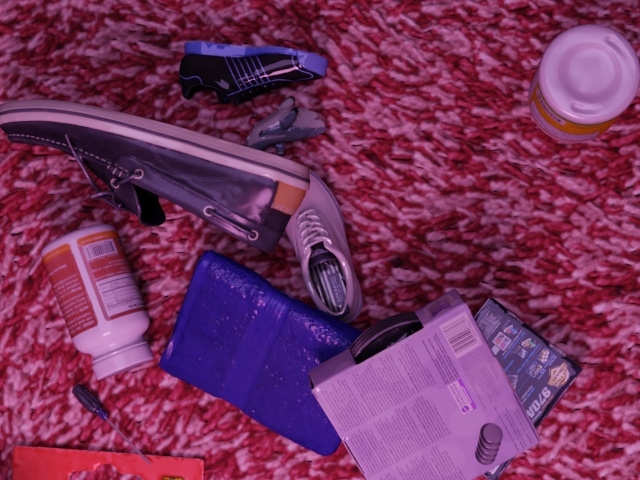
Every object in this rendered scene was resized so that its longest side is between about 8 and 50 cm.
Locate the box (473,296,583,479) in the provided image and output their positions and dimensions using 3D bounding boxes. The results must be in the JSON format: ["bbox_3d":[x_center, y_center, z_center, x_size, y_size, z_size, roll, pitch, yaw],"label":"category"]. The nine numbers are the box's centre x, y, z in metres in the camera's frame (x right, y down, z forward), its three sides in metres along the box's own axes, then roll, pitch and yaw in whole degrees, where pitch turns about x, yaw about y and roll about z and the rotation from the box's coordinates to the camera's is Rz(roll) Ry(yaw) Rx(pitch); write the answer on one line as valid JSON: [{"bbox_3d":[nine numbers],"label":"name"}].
[{"bbox_3d":[0.254,0.221,1.842,0.175,0.051,0.220,37,89,6],"label":"box"}]

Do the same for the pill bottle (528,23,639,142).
[{"bbox_3d":[0.370,-0.215,1.775,0.136,0.246,0.136,0,85,4],"label":"pill bottle"}]

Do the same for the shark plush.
[{"bbox_3d":[-0.072,-0.153,1.903,0.161,0.073,0.067,-37,113,-4],"label":"shark plush"}]

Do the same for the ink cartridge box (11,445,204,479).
[{"bbox_3d":[-0.339,0.512,1.844,0.308,0.091,0.385,4,86,5],"label":"ink cartridge box"}]

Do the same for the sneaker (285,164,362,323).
[{"bbox_3d":[0.000,0.000,1.862,0.094,0.091,0.258,-24,84,2],"label":"sneaker"}]

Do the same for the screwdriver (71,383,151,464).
[{"bbox_3d":[-0.318,0.283,1.897,0.170,0.025,0.024,43,90,5],"label":"screwdriver"}]

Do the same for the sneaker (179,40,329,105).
[{"bbox_3d":[-0.104,-0.251,1.903,0.232,0.081,0.091,6,88,12],"label":"sneaker"}]

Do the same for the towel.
[{"bbox_3d":[-0.071,0.165,1.836,0.308,0.076,0.228,29,121,6],"label":"towel"}]

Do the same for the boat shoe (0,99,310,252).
[{"bbox_3d":[-0.264,-0.103,1.839,0.500,0.187,0.156,16,93,11],"label":"boat shoe"}]

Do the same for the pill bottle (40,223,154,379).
[{"bbox_3d":[-0.331,0.094,1.865,0.121,0.121,0.216,-21,84,2],"label":"pill bottle"}]

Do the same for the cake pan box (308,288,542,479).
[{"bbox_3d":[0.144,0.231,1.739,0.245,0.070,0.267,-31,110,0],"label":"cake pan box"}]
